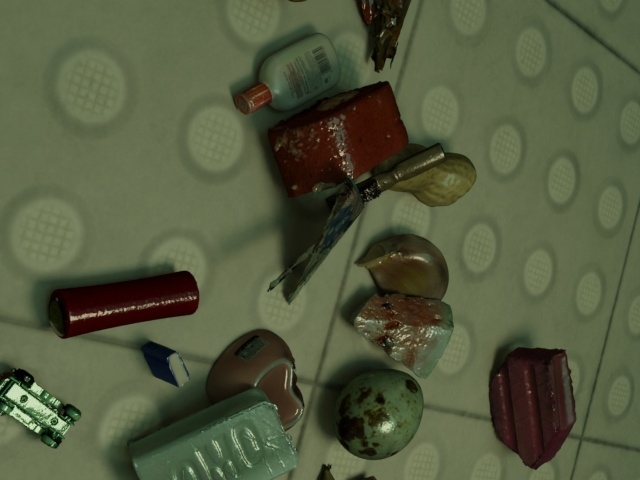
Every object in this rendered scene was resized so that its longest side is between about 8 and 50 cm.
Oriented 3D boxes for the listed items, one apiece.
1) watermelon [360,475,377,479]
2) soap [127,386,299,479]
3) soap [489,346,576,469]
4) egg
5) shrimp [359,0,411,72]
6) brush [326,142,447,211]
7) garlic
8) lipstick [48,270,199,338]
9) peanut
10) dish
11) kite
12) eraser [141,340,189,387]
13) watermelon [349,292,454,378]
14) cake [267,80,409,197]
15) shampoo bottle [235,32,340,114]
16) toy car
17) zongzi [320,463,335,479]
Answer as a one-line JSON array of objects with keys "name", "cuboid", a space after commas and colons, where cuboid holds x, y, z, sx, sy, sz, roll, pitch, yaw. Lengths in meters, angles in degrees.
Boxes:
[{"name": "watermelon", "cuboid": [0.084, 0.535, 1.775, 0.092, 0.072, 0.085, 12, 102, -2]}, {"name": "soap", "cuboid": [-0.179, 0.367, 1.443, 0.261, 0.094, 0.150, -23, 111, -10]}, {"name": "soap", "cuboid": [0.507, 0.402, 2.016, 0.112, 0.182, 0.289, -15, 100, -39]}, {"name": "egg", "cuboid": [0.122, 0.342, 1.700, 0.231, 0.169, 0.169, -26, 113, -46]}, {"name": "shrimp", "cuboid": [0.116, -0.475, 1.642, 0.152, 0.063, 0.287, 15, 84, -38]}, {"name": "brush", "cuboid": [0.130, -0.114, 1.636, 0.248, 0.036, 0.043, -25, 119, 5]}, {"name": "garlic", "cuboid": [0.206, 0.091, 1.784, 0.267, 0.148, 0.128, 59, 24, -24]}, {"name": "lipstick", "cuboid": [-0.312, 0.100, 1.364, 0.241, 0.080, 0.080, -9, 102, -38]}, {"name": "peanut", "cuboid": [0.214, -0.133, 1.739, 0.256, 0.123, 0.124, 4, 94, -37]}, {"name": "dish", "cuboid": [-0.099, 0.277, 1.556, 0.213, 0.090, 0.213, -6, 100, -38]}, {"name": "kite", "cuboid": [0.000, 0.000, 1.523, 0.314, 0.011, 0.335, -40, 160, -46]}, {"name": "eraser", "cuboid": [-0.259, 0.207, 1.418, 0.027, 0.084, 0.063, -34, 117, -33]}, {"name": "watermelon", "cuboid": [0.162, 0.177, 1.740, 0.241, 0.094, 0.154, 21, 109, -27]}, {"name": "cake", "cuboid": [0.041, -0.186, 1.546, 0.283, 0.177, 0.151, -29, 111, -34]}, {"name": "shampoo bottle", "cuboid": [-0.059, -0.291, 1.532, 0.221, 0.051, 0.108, -35, 118, -30]}, {"name": "toy car", "cuboid": [-0.438, 0.257, 1.299, 0.143, 0.054, 0.073, 48, 65, -35]}, {"name": "zongzi", "cuboid": [0.036, 0.615, 1.733, 0.228, 0.114, 0.256, 64, 18, -52]}]
